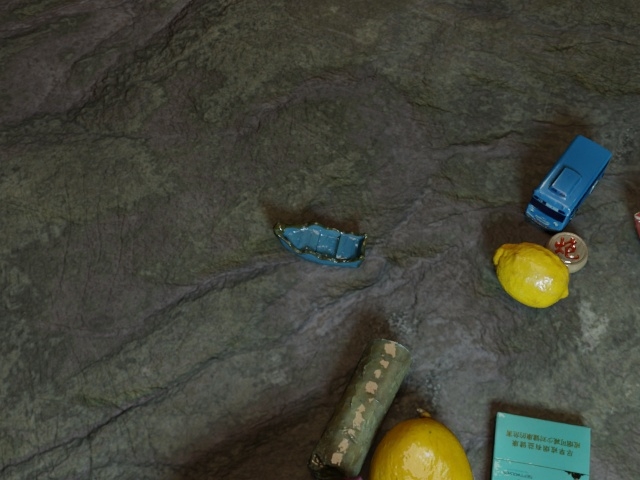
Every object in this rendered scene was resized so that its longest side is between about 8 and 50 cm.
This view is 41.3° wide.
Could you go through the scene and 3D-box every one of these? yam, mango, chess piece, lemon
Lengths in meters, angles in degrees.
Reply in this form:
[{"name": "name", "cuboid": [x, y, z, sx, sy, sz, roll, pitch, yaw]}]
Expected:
[{"name": "yam", "cuboid": [0.068, 0.297, 1.458, 0.093, 0.093, 0.259, 23, 64, 14]}, {"name": "mango", "cuboid": [0.165, 0.426, 1.366, 0.176, 0.119, 0.317, -4, 66, -3]}, {"name": "chess piece", "cuboid": [0.474, 0.024, 1.638, 0.083, 0.038, 0.084, -1, 58, 2]}, {"name": "lemon", "cuboid": [0.389, 0.061, 1.574, 0.155, 0.114, 0.114, 31, 65, 14]}]

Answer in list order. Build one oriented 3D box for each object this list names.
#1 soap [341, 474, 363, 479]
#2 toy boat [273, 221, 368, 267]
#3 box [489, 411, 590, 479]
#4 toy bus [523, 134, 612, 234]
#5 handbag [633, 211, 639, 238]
[{"name": "soap", "cuboid": [-0.054, 0.483, 1.273, 0.324, 0.220, 0.127, -20, 54, -5]}, {"name": "toy boat", "cuboid": [0.000, 0.000, 1.642, 0.185, 0.077, 0.075, 11, 61, 8]}, {"name": "box", "cuboid": [0.361, 0.411, 1.411, 0.161, 0.041, 0.229, 8, 60, 7]}, {"name": "toy bus", "cuboid": [0.489, -0.111, 1.678, 0.090, 0.106, 0.185, 34, 66, 17]}, {"name": "handbag", "cuboid": [0.710, 0.038, 1.548, 0.171, 0.151, 0.298, -16, 50, 3]}]
